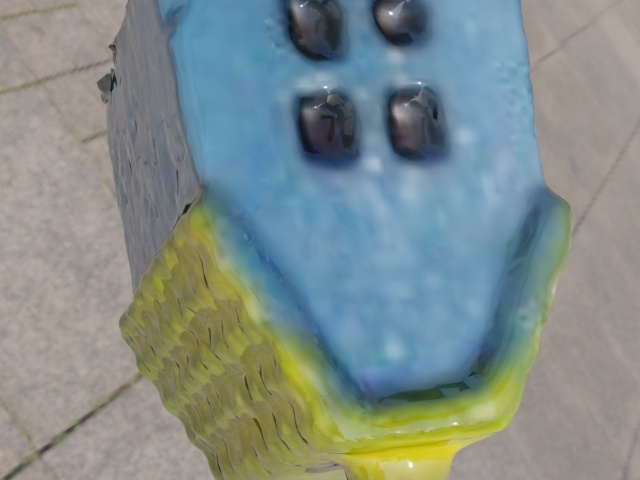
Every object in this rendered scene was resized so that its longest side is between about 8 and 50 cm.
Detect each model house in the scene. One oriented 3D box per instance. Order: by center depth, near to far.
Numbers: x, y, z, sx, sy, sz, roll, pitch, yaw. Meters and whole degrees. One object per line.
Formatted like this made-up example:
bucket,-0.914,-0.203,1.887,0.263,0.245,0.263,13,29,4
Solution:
model house,0.000,0.000,0.633,0.215,0.237,0.303,1,72,-17
